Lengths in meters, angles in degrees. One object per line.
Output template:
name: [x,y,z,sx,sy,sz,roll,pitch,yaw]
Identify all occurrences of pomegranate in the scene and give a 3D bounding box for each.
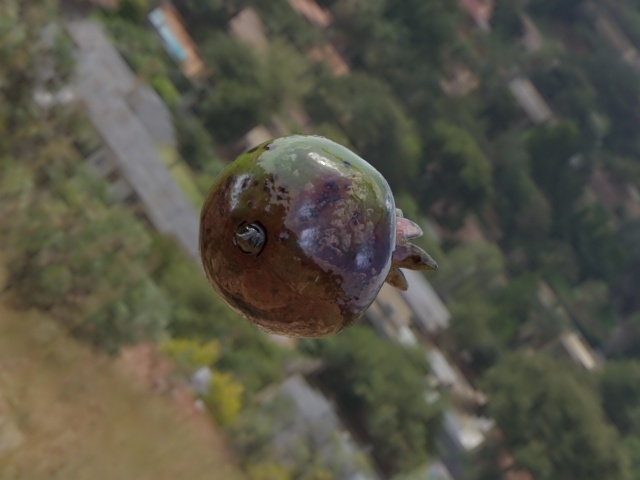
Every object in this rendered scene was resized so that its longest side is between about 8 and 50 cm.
pomegranate: [-0.005,0.006,1.236,0.159,0.129,0.129,45,15,-49]
